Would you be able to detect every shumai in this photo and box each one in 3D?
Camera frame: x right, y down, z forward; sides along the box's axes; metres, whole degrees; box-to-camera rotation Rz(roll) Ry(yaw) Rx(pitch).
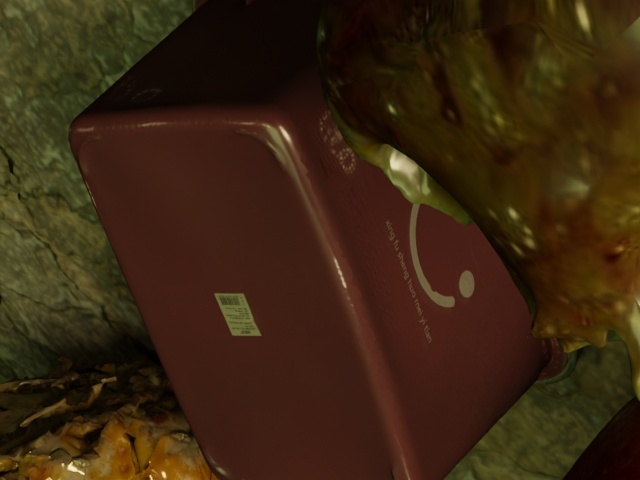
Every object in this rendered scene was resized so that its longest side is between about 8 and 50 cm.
[{"bbox_3d":[0.173,-0.101,0.616,0.397,0.323,0.324,18,130,28],"label":"shumai"}]

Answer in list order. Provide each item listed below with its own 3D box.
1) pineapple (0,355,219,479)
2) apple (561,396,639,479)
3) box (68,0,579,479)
[{"bbox_3d":[-0.178,0.247,1.158,0.352,0.352,0.300,-7,108,42],"label":"pineapple"},{"bbox_3d":[0.224,0.219,0.859,0.288,0.288,0.316,26,123,20],"label":"apple"},{"bbox_3d":[0.000,0.000,0.948,0.193,0.167,0.294,2,122,40],"label":"box"}]
